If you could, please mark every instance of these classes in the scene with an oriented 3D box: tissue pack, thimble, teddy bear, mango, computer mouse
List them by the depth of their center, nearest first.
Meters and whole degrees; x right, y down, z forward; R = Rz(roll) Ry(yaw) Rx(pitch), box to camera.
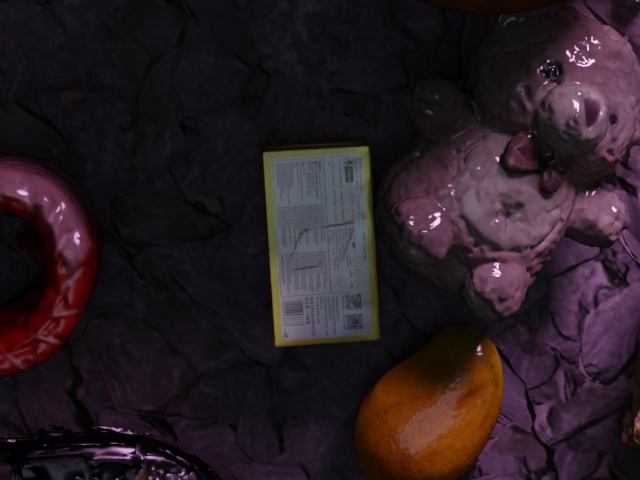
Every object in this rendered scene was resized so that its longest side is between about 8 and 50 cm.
[{"bbox_3d":[0.167,-0.071,1.480,0.236,0.151,0.267,37,102,-23],"label":"teddy bear"},{"bbox_3d":[-0.275,0.022,1.510,0.163,0.125,0.190,31,100,-5],"label":"thimble"},{"bbox_3d":[0.000,0.000,1.538,0.095,0.062,0.176,-4,101,-1],"label":"tissue pack"},{"bbox_3d":[-0.177,0.207,1.553,0.241,0.146,0.078,18,73,-12],"label":"computer mouse"},{"bbox_3d":[0.102,0.157,1.561,0.165,0.089,0.115,-39,90,4],"label":"mango"}]

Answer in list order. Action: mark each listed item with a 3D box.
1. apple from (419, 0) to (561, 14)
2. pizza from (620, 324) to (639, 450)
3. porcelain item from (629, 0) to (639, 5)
[{"bbox_3d":[0.122,-0.368,1.317,0.400,0.333,0.400,1,97,9],"label":"apple"},{"bbox_3d":[0.391,0.060,1.538,0.323,0.089,0.223,-24,108,3],"label":"pizza"},{"bbox_3d":[0.237,-0.260,1.504,0.136,0.021,0.075,23,101,-5],"label":"porcelain item"}]
